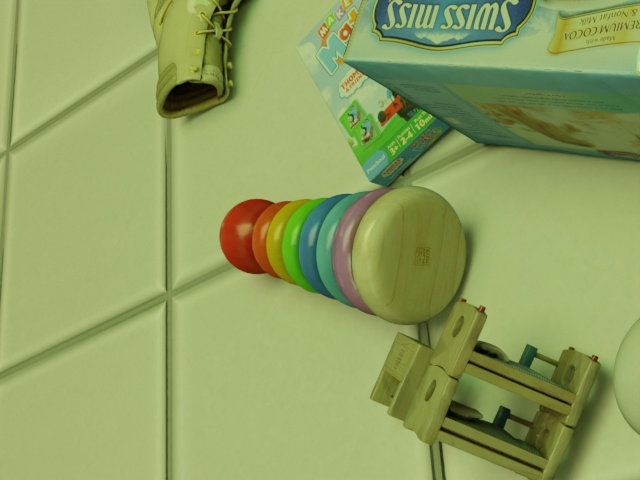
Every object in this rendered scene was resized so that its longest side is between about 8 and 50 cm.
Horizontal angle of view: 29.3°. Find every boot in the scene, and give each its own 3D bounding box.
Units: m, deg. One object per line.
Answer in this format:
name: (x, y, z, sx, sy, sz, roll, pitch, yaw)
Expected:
boot: (-0.135, -0.294, 1.618, 0.262, 0.095, 0.203, -29, 54, 36)

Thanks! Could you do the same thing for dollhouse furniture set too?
dollhouse furniture set: (0.149, 0.132, 1.152, 0.128, 0.129, 0.184, -66, 13, -1)

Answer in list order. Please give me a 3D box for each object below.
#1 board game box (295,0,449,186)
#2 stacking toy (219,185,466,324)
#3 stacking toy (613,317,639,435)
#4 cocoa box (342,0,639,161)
board game box: (0.073, -0.192, 1.373, 0.160, 0.039, 0.211, -44, 57, 28)
stacking toy: (0.000, 0.000, 1.336, 0.330, 0.141, 0.141, 10, 80, 52)
stacking toy: (0.378, -0.016, 0.894, 0.479, 0.351, 0.350, -63, 39, 33)
cocoa box: (0.237, -0.212, 1.104, 0.347, 0.231, 0.227, 12, 81, 47)
